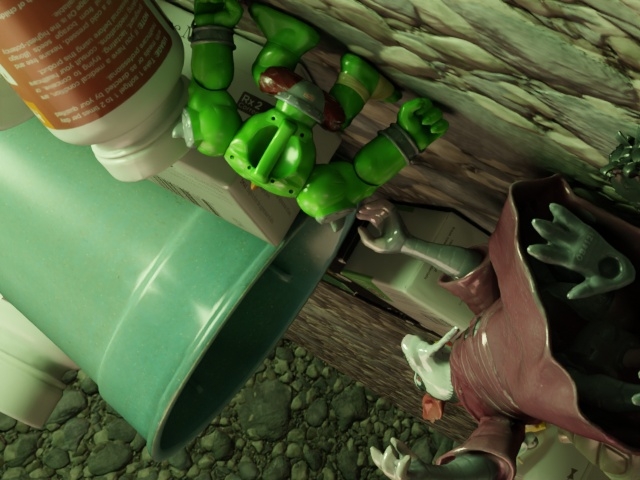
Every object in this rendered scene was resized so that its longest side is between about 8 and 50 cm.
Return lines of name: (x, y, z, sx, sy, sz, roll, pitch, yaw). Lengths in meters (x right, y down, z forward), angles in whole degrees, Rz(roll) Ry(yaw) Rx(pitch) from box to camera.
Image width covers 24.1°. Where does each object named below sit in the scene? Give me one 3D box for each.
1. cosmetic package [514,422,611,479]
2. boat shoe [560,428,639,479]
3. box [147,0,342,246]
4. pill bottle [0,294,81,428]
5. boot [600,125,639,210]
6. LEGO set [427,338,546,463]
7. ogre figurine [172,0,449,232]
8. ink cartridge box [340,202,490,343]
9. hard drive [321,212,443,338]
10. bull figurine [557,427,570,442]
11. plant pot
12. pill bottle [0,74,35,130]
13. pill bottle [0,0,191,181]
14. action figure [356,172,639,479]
cosmetic package: (0.441, 0.335, 1.996, 0.365, 0.155, 0.197, 34, 170, -25)
boat shoe: (0.308, 0.152, 1.321, 0.132, 0.130, 0.355, -22, 106, 52)
box: (-0.099, -0.103, 1.264, 0.181, 0.119, 0.182, 27, 171, 18)
pill bottle: (-0.339, 0.024, 1.912, 0.224, 0.392, 0.224, 28, 172, 5)
boot: (0.231, -0.021, 0.892, 0.121, 0.045, 0.099, 39, 167, -17)
LEGO set: (0.209, 0.172, 1.992, 0.107, 0.132, 0.287, 56, -179, -35)
ogre figurine: (-0.021, -0.091, 1.074, 0.197, 0.118, 0.097, 33, 171, -22)
ink cartridge box: (0.150, 0.055, 1.480, 0.212, 0.093, 0.154, 34, 172, -22)
hard drive: (0.000, 0.000, 1.769, 0.339, 0.064, 0.237, 24, 170, 31)
bull figurine: (0.352, 0.185, 1.511, 0.310, 0.101, 0.188, 12, 152, 49)
plant pot: (-0.188, -0.016, 1.503, 0.334, 0.341, 0.341, 37, 173, 9)
pill bottle: (-0.362, -0.218, 1.260, 0.318, 0.176, 0.176, 24, 171, 33)
pill bottle: (-0.176, -0.148, 1.078, 0.121, 0.121, 0.216, 19, 152, 52)
action figure: (0.175, 0.076, 1.197, 0.276, 0.248, 0.370, 4, 164, -13)
